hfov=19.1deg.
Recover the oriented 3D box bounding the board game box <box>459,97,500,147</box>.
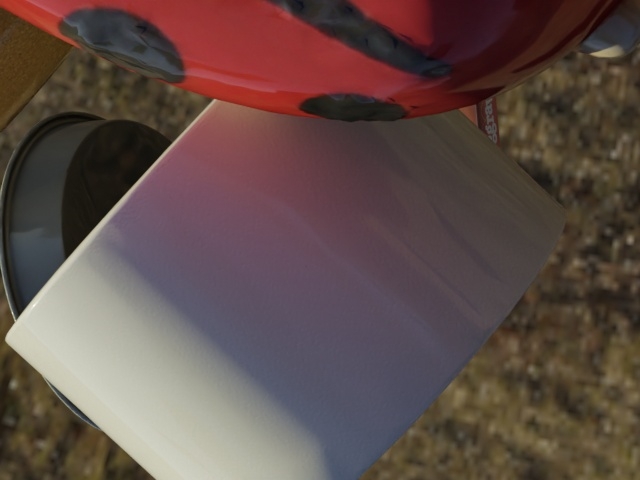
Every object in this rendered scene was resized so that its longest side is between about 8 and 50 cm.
[{"bbox_3d":[0.060,-0.179,1.411,0.145,0.027,0.281,5,107,43],"label":"board game box"}]

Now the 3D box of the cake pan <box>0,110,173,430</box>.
[{"bbox_3d":[-0.164,0.023,1.653,0.054,0.293,0.293,-16,133,29],"label":"cake pan"}]

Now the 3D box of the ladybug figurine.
[{"bbox_3d":[-0.058,-0.185,0.726,0.449,0.162,0.305,28,134,-11],"label":"ladybug figurine"}]

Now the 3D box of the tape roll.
[{"bbox_3d":[-0.018,0.017,0.970,0.169,0.246,0.246,42,138,-4],"label":"tape roll"}]

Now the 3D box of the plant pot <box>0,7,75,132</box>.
[{"bbox_3d":[-0.180,-0.174,0.948,0.254,0.237,0.237,-35,127,7],"label":"plant pot"}]
